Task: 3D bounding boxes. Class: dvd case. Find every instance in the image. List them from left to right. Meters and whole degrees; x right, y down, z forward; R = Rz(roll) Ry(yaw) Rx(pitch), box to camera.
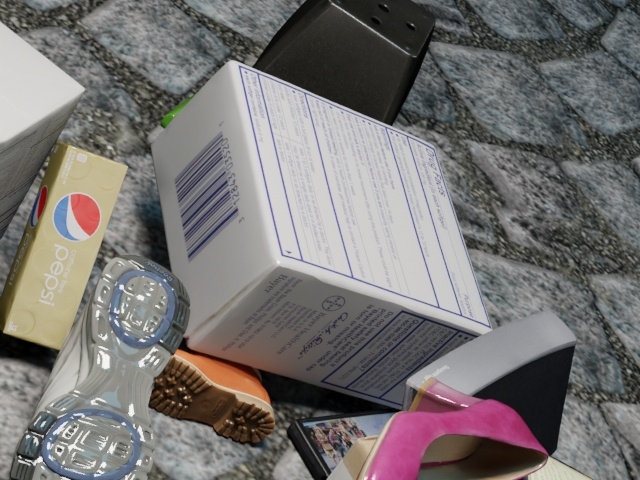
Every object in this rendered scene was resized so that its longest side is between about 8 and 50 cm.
[{"bbox_3d":[0.093,0.269,1.780,0.180,0.022,0.253,-2,48,-42],"label":"dvd case"}]

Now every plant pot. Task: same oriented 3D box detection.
[{"bbox_3d":[0.036,-0.220,2.211,0.188,0.167,0.187,35,33,-4],"label":"plant pot"}]

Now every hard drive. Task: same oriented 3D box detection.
[{"bbox_3d":[0.163,0.175,1.779,0.054,0.172,0.255,22,25,33],"label":"hard drive"}]

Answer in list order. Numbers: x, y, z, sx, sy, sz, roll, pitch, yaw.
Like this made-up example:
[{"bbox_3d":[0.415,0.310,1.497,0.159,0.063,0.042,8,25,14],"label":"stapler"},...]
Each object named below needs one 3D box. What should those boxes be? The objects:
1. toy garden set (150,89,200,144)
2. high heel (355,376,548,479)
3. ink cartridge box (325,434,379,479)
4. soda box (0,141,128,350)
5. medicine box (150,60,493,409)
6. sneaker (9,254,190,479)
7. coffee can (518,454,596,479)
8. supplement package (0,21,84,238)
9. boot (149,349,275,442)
[{"bbox_3d":[-0.072,-0.074,2.036,0.244,0.049,0.204,38,33,4],"label":"toy garden set"},{"bbox_3d":[0.099,0.184,1.408,0.117,0.082,0.244,28,19,10],"label":"high heel"},{"bbox_3d":[0.045,0.304,1.495,0.088,0.234,0.193,2,44,-40],"label":"ink cartridge box"},{"bbox_3d":[-0.239,0.005,1.669,0.061,0.181,0.058,20,-1,-22],"label":"soda box"},{"bbox_3d":[0.000,0.000,1.828,0.289,0.149,0.263,20,41,-36],"label":"medicine box"},{"bbox_3d":[-0.199,0.157,1.583,0.111,0.129,0.297,31,51,-11],"label":"sneaker"},{"bbox_3d":[0.202,0.302,1.635,0.275,0.201,0.201,30,32,-26],"label":"coffee can"},{"bbox_3d":[-0.363,-0.101,1.666,0.194,0.203,0.149,38,33,5],"label":"supplement package"},{"bbox_3d":[-0.117,0.129,1.740,0.158,0.059,0.084,29,29,-25],"label":"boot"}]
